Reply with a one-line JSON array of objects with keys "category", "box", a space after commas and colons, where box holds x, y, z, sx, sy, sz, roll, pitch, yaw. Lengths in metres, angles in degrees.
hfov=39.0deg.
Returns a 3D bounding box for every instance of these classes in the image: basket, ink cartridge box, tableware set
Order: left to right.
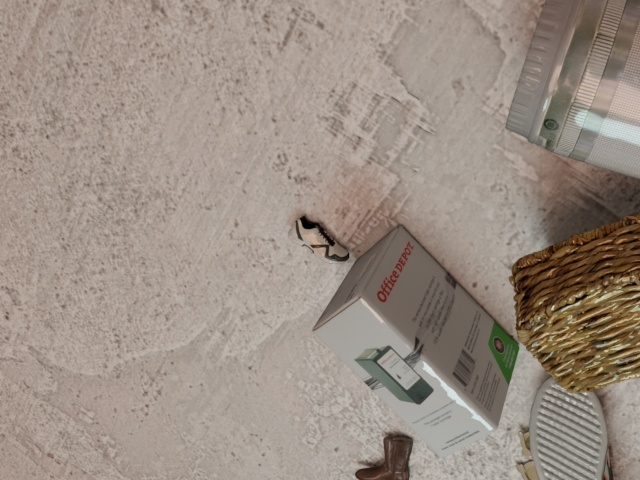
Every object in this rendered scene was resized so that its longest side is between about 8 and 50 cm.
[{"category": "ink cartridge box", "box": [0.154, 0.151, 1.394, 0.289, 0.211, 0.121, 45, 127, -8]}, {"category": "tableware set", "box": [0.415, 0.379, 1.546, 0.169, 0.020, 0.141, -3, 119, 24]}, {"category": "basket", "box": [0.405, 0.032, 1.178, 0.299, 0.223, 0.213, -23, 129, 33]}]

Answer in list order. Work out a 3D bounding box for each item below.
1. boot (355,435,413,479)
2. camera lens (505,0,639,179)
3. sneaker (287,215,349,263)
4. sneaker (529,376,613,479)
[{"category": "boot", "box": [0.117, 0.402, 1.670, 0.106, 0.037, 0.114, 2, 125, 6]}, {"category": "camera lens", "box": [0.384, -0.188, 1.082, 0.274, 0.219, 0.219, 18, 125, 10]}, {"category": "sneaker", "box": [0.000, 0.000, 1.467, 0.109, 0.040, 0.043, 28, 124, 3]}, {"category": "sneaker", "box": [0.413, 0.373, 1.470, 0.126, 0.127, 0.321, -8, 86, 15]}]
